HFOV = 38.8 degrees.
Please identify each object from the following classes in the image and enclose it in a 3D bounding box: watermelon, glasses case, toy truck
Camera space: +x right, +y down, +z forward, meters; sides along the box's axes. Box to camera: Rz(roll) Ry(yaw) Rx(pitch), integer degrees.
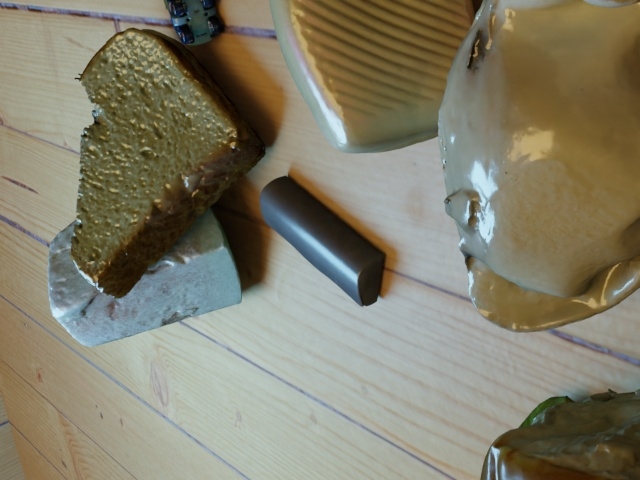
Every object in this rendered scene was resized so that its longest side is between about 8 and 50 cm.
[{"bbox_3d":[-0.273,0.043,1.281,0.387,0.258,0.228,-29,88,52],"label":"watermelon"},{"bbox_3d":[-0.001,-0.001,1.078,0.191,0.042,0.072,40,146,34],"label":"glasses case"},{"bbox_3d":[-0.166,-0.283,1.131,0.090,0.056,0.073,37,143,55],"label":"toy truck"}]

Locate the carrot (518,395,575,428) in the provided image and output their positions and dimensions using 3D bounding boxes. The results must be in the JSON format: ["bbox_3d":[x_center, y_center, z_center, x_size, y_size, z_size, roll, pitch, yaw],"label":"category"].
[{"bbox_3d":[0.192,0.278,0.948,0.074,0.074,0.358,46,138,29],"label":"carrot"}]

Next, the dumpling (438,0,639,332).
[{"bbox_3d":[0.209,-0.074,0.676,0.243,0.187,0.318,3,129,11],"label":"dumpling"}]

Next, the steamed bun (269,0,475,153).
[{"bbox_3d":[0.037,-0.197,0.808,0.152,0.170,0.238,-169,62,-77],"label":"steamed bun"}]

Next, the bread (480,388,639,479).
[{"bbox_3d":[0.267,0.250,0.682,0.279,0.225,0.250,-4,104,53],"label":"bread"}]

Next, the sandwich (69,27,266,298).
[{"bbox_3d":[-0.237,-0.108,1.153,0.254,0.288,0.099,46,-174,19],"label":"sandwich"}]
